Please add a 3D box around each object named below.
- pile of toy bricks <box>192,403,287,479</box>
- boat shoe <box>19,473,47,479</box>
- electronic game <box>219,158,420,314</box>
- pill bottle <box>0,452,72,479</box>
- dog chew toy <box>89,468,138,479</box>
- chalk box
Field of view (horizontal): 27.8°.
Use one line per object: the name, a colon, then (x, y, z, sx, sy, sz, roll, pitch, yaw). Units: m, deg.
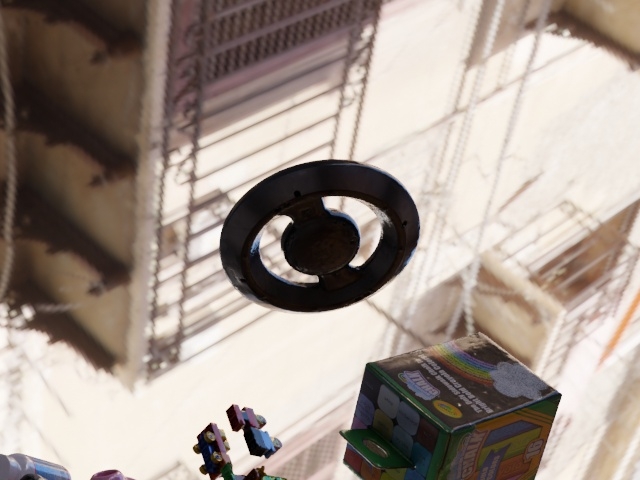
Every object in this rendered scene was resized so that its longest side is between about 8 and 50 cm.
pile of toy bricks: (-0.068, 0.301, 1.545, 0.118, 0.105, 0.212, -46, -134, 25)
boat shoe: (-0.323, 0.383, 1.474, 0.113, 0.306, 0.105, -36, -61, 19)
electronic game: (0.000, 0.000, 1.454, 0.048, 0.229, 0.229, -105, -160, -46)
pill bottle: (-0.522, 0.425, 2.294, 0.087, 0.087, 0.160, 30, -3, 35)
dog chew toy: (-0.282, 0.497, 1.874, 0.207, 0.207, 0.331, -4, -83, 51)
chalk box: (0.157, 0.269, 1.789, 0.180, 0.289, 0.179, 38, -52, 41)
